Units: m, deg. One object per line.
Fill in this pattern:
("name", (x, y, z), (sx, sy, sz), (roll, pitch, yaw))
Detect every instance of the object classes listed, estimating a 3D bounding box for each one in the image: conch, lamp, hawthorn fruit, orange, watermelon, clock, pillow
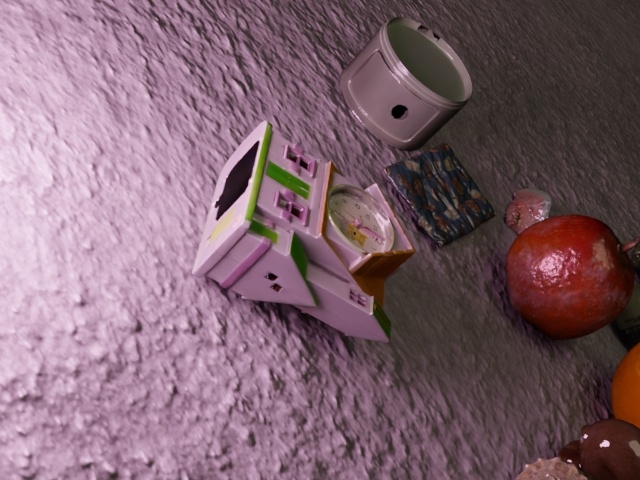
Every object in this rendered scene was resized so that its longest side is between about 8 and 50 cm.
("conch", (0.370, 0.422, 1.301), (0.207, 0.130, 0.155), (45, 66, -39))
("lamp", (0.679, 0.175, 1.796), (0.101, 0.101, 0.250), (-18, 81, -50))
("hawthorn fruit", (0.465, 0.066, 1.589), (0.231, 0.263, 0.235), (11, 75, -10))
("orange", (0.663, 0.295, 1.561), (0.261, 0.261, 0.261), (25, 42, -26))
("watermelon", (0.443, -0.069, 1.808), (0.080, 0.101, 0.155), (31, 29, -1))
("clock", (0.000, 0.000, 1.245), (0.309, 0.166, 0.235), (31, 40, -22))
("pillow", (0.238, -0.092, 1.661), (0.189, 0.034, 0.255), (54, 38, 9))

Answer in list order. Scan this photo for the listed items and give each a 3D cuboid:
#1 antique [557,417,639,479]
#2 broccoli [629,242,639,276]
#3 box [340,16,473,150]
("antique", (0.513, 0.392, 1.353), (0.121, 0.143, 0.257), (-25, 62, -36))
("broccoli", (0.837, 0.091, 1.852), (0.302, 0.249, 0.375), (62, 9, 9))
("box", (0.171, -0.313, 1.701), (0.226, 0.149, 0.226), (25, 43, -25))
